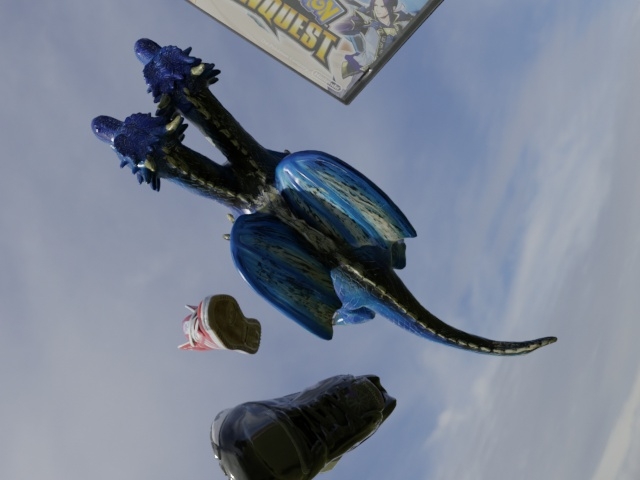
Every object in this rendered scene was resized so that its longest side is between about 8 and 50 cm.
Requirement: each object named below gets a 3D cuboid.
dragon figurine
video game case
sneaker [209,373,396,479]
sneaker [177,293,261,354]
[{"bbox_3d":[0.000,0.000,0.483,0.085,0.289,0.144,-52,-7,2],"label":"dragon figurine"},{"bbox_3d":[-0.013,-0.277,0.757,0.248,0.275,0.035,-44,24,39],"label":"video game case"},{"bbox_3d":[-0.006,0.178,0.850,0.124,0.107,0.283,-38,-13,14],"label":"sneaker"},{"bbox_3d":[-0.096,0.070,0.703,0.118,0.067,0.042,56,-139,-67],"label":"sneaker"}]
